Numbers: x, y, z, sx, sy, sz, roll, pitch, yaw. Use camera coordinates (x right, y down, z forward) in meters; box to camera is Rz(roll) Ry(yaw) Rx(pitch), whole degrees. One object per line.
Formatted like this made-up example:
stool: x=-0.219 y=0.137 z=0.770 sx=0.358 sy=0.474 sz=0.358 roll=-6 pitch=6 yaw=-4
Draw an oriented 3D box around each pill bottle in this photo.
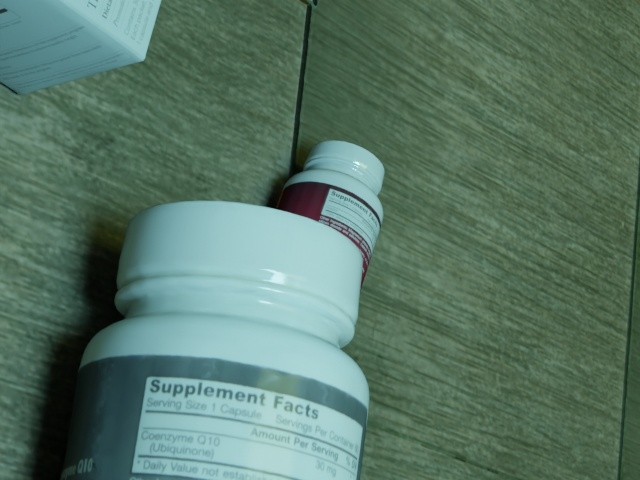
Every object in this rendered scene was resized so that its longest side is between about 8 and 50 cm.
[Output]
pill bottle: x=-0.075 y=0.170 z=1.258 sx=0.204 sy=0.204 sz=0.361 roll=27 pitch=63 yaw=-43
pill bottle: x=0.000 y=0.000 z=1.466 sx=0.086 sy=0.086 sz=0.152 roll=42 pitch=53 yaw=-35

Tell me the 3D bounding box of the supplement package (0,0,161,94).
supplement package: x=-0.228 y=-0.221 z=1.212 sx=0.244 sy=0.134 sz=0.139 roll=34 pitch=59 yaw=-40
